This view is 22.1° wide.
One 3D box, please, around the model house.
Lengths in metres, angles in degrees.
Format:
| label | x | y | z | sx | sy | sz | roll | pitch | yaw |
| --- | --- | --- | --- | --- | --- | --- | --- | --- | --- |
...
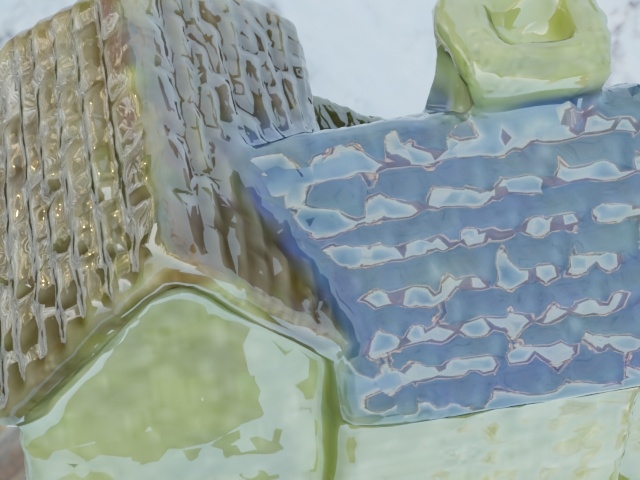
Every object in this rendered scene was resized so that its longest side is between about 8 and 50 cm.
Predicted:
| label | x | y | z | sx | sy | sz | roll | pitch | yaw |
| --- | --- | --- | --- | --- | --- | --- | --- | --- | --- |
| model house | 0.000 | 0.000 | 0.701 | 0.266 | 0.321 | 0.261 | 90 | 169 | -49 |
